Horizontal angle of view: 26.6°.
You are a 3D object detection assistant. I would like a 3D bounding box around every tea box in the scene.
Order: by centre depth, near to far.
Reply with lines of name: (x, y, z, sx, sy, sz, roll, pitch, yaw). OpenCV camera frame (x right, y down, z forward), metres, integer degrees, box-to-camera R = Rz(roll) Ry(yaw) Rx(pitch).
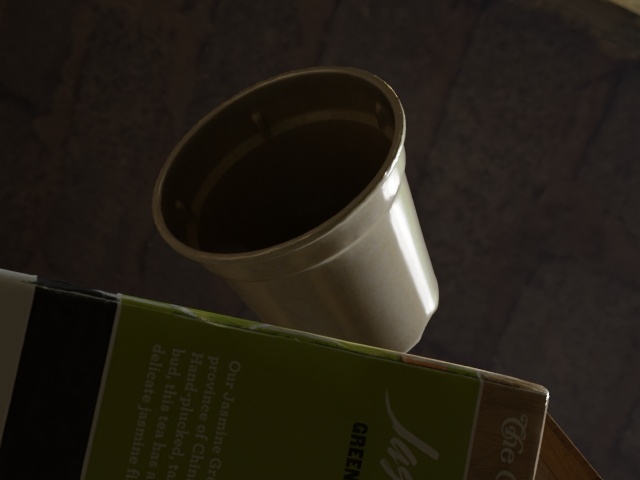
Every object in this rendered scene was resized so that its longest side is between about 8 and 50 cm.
tea box: (-0.102, 0.145, 0.722, 0.329, 0.324, 0.220, 168, -65, -75)

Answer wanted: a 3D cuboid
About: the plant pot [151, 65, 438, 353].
plant pot: (0.000, 0.000, 1.740, 0.334, 0.334, 0.305, -48, 134, -21)

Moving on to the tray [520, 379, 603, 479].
tray: (0.213, 0.313, 1.551, 0.076, 0.203, 0.411, -33, 167, -21)
